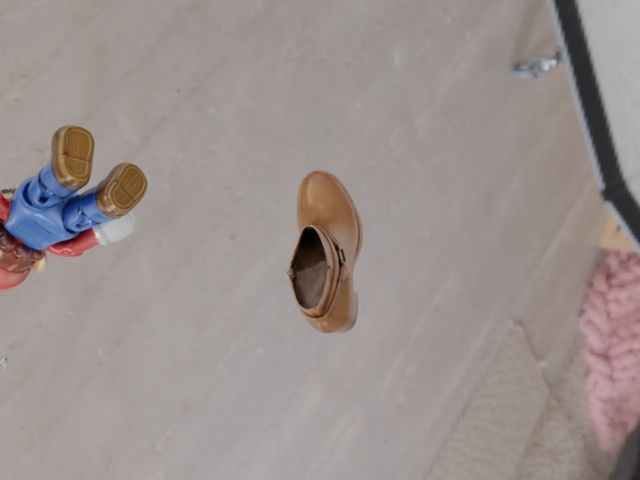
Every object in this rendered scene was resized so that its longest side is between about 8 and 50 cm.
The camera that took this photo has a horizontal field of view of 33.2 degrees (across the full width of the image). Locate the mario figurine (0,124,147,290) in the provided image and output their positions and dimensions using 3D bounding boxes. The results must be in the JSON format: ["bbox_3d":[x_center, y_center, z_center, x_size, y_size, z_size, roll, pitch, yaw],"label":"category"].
[{"bbox_3d":[-0.368,-0.058,1.406,0.170,0.320,0.198,-31,96,-51],"label":"mario figurine"}]

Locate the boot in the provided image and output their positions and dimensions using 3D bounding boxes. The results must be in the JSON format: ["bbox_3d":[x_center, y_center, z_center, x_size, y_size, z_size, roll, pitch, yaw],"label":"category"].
[{"bbox_3d":[0.000,0.000,1.150,0.152,0.073,0.197,42,36,-71],"label":"boot"}]

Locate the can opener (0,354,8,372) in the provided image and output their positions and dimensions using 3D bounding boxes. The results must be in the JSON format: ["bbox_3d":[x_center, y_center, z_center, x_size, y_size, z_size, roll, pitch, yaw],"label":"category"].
[{"bbox_3d":[-0.460,0.166,1.195,0.093,0.280,0.074,61,30,-13],"label":"can opener"}]
